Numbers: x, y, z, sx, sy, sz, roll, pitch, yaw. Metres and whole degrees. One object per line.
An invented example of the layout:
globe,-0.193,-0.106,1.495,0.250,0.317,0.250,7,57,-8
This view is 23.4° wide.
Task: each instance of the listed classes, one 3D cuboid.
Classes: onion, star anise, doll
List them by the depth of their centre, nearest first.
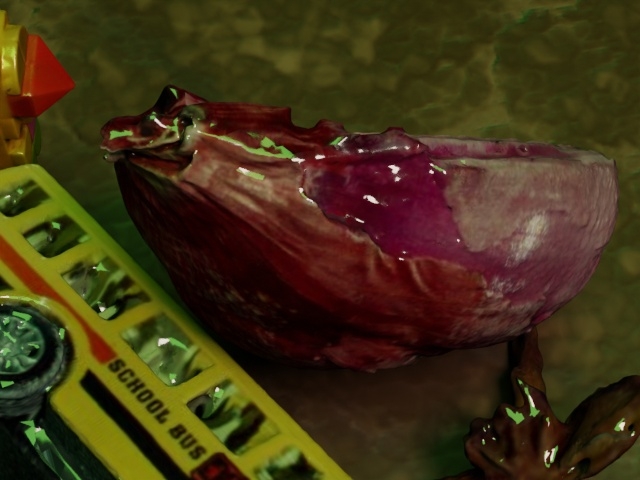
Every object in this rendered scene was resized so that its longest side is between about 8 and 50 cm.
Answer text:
onion,0.000,0.000,0.717,0.227,0.283,0.120,0,86,39
star anise,0.112,0.107,0.768,0.158,0.144,0.141,7,105,12
doll,-0.207,-0.058,0.795,0.134,0.186,0.106,17,56,-23

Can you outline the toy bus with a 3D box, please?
toy bus,-0.079,0.113,0.721,0.123,0.121,0.335,-31,63,-36
